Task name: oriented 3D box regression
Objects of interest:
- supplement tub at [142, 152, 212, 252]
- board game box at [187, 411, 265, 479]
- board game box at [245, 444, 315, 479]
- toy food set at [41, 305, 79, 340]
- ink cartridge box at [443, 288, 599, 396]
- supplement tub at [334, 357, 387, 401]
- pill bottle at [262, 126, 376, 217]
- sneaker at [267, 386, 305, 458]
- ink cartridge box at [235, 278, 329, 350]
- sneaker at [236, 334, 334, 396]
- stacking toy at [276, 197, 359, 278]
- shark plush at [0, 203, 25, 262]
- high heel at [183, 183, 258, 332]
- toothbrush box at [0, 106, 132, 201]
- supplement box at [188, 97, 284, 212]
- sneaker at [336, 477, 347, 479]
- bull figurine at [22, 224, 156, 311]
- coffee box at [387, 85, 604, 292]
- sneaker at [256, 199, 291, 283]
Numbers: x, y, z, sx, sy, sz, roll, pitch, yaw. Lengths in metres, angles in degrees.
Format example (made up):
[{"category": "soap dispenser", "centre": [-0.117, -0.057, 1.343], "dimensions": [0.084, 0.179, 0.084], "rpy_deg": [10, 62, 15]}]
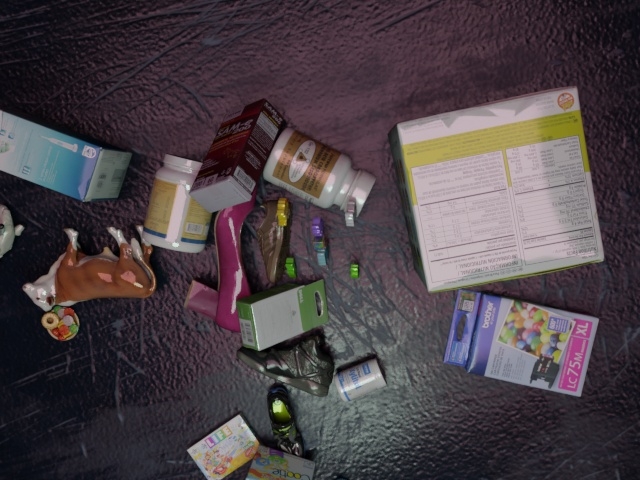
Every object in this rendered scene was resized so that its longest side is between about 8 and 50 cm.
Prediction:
[{"category": "supplement tub", "centre": [-0.309, -0.083, 1.706], "dimensions": [0.144, 0.144, 0.200], "rpy_deg": [14, 95, 3]}, {"category": "board game box", "centre": [-0.222, 0.490, 1.801], "dimensions": [0.154, 0.026, 0.103], "rpy_deg": [-35, 91, 6]}, {"category": "board game box", "centre": [-0.120, 0.629, 1.721], "dimensions": [0.144, 0.142, 0.275], "rpy_deg": [17, 107, 2]}, {"category": "toy food set", "centre": [-0.611, 0.196, 1.809], "dimensions": [0.082, 0.020, 0.083], "rpy_deg": [-31, 91, 5]}, {"category": "ink cartridge box", "centre": [0.448, 0.227, 1.722], "dimensions": [0.311, 0.065, 0.186], "rpy_deg": [12, 94, 5]}, {"category": "supplement tub", "centre": [0.091, 0.319, 1.746], "dimensions": [0.107, 0.071, 0.071], "rpy_deg": [-24, 92, 5]}, {"category": "pill bottle", "centre": [0.001, -0.145, 1.688], "dimensions": [0.229, 0.131, 0.131], "rpy_deg": [26, 95, 1]}, {"category": "sneaker", "centre": [-0.085, 0.434, 1.762], "dimensions": [0.067, 0.078, 0.188], "rpy_deg": [-15, 95, 4]}, {"category": "ink cartridge box", "centre": [-0.083, 0.161, 1.720], "dimensions": [0.209, 0.062, 0.109], "rpy_deg": [-18, 105, -38]}, {"category": "sneaker", "centre": [-0.072, 0.260, 1.748], "dimensions": [0.227, 0.087, 0.130], "rpy_deg": [19, 87, 5]}, {"category": "stacking toy", "centre": [0.000, 0.000, 1.691], "dimensions": [0.166, 0.052, 0.221], "rpy_deg": [2, 133, 11]}, {"category": "shark plush", "centre": [-0.755, -0.002, 1.804], "dimensions": [0.067, 0.073, 0.161], "rpy_deg": [32, 117, 20]}, {"category": "high heel", "centre": [-0.163, 0.020, 1.724], "dimensions": [0.181, 0.127, 0.377], "rpy_deg": [22, 103, -2]}, {"category": "toothbrush box", "centre": [-0.598, -0.193, 1.682], "dimensions": [0.295, 0.216, 0.126], "rpy_deg": [21, 95, 1]}, {"category": "supplement box", "centre": [-0.178, -0.183, 1.636], "dimensions": [0.130, 0.239, 0.073], "rpy_deg": [-14, 134, 39]}, {"category": "sneaker", "centre": [0.104, 0.656, 1.768], "dimensions": [0.228, 0.087, 0.092], "rpy_deg": [39, 103, 7]}, {"category": "bull figurine", "centre": [-0.525, 0.064, 1.753], "dimensions": [0.310, 0.101, 0.189], "rpy_deg": [-2, 92, 4]}, {"category": "coffee box", "centre": [0.340, -0.101, 1.565], "dimensions": [0.338, 0.337, 0.335], "rpy_deg": [-11, 94, 4]}, {"category": "sneaker", "centre": [-0.112, 0.002, 1.749], "dimensions": [0.071, 0.066, 0.188], "rpy_deg": [8, 89, 20]}]
